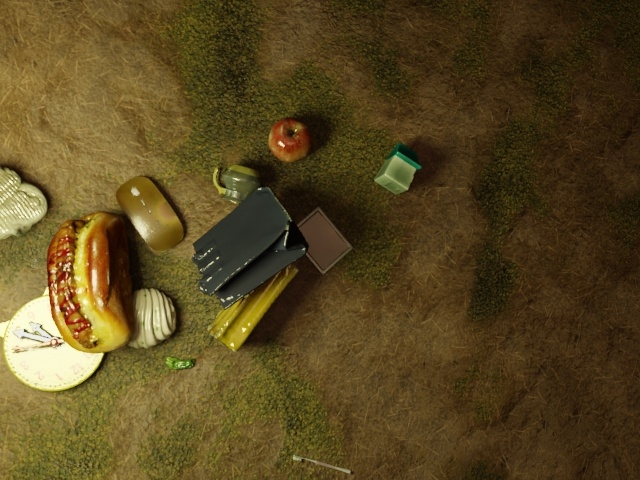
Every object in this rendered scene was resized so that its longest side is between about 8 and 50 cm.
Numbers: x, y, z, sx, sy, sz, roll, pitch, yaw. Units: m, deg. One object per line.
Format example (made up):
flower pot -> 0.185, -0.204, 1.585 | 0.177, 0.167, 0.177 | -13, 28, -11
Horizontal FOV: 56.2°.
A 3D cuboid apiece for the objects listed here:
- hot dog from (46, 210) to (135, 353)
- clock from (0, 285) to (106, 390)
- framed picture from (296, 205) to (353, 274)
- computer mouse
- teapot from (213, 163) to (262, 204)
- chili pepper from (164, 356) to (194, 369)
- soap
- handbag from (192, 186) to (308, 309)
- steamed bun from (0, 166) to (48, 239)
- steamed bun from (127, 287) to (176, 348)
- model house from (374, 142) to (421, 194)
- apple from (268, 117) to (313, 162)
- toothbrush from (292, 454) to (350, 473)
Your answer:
hot dog -> -0.636, 0.100, 1.650 | 0.185, 0.223, 0.405 | -11, 73, 2
clock -> -0.762, 0.288, 1.720 | 0.293, 0.071, 0.277 | 44, 75, -6
framed picture -> 0.000, 0.000, 1.977 | 0.142, 0.011, 0.183 | -41, 94, -15
computer mouse -> -0.522, -0.082, 1.836 | 0.126, 0.056, 0.245 | -34, 91, -16
teapot -> -0.266, -0.178, 1.887 | 0.166, 0.130, 0.119 | 17, 95, 21
chili pepper -> -0.428, 0.372, 1.816 | 0.091, 0.030, 0.034 | 8, 56, -15
soap -> -0.208, 0.181, 1.810 | 0.091, 0.199, 0.315 | 41, 73, -13
handbag -> -0.218, 0.022, 1.750 | 0.329, 0.303, 0.122 | -38, 124, 1
steamed bun -> -0.913, -0.091, 1.697 | 0.211, 0.144, 0.218 | 48, 45, -12
steamed bun -> -0.512, 0.232, 1.773 | 0.183, 0.106, 0.183 | 1, 84, -13
model house -> 0.268, -0.245, 2.016 | 0.100, 0.127, 0.149 | 30, 81, -9
apple -> -0.096, -0.320, 1.933 | 0.146, 0.131, 0.146 | 4, 68, -11
toothbrush -> 0.004, 0.705, 1.889 | 0.194, 0.014, 0.017 | 18, 79, -12
